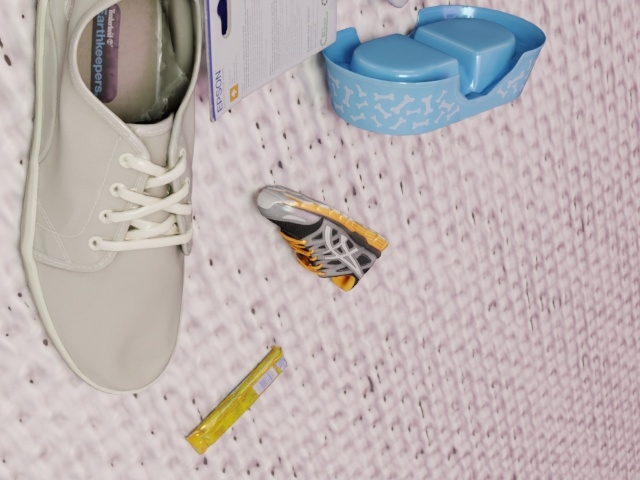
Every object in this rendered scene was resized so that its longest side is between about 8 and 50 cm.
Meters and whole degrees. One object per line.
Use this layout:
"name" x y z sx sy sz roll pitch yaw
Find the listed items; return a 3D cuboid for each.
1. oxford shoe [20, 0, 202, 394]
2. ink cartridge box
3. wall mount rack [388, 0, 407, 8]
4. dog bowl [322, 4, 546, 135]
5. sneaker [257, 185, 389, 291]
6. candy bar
"oxford shoe" -0.181 -0.048 0.862 0.169 0.130 0.449 -15 117 -41
"ink cartridge box" -0.057 -0.257 0.891 0.224 0.045 0.223 -42 145 -43
"wall mount rack" 0.148 -0.444 1.024 0.304 0.130 0.350 -48 139 -55
"dog bowl" 0.132 -0.200 1.081 0.297 0.166 0.074 -24 132 -35
"sneaker" 0.000 0.000 1.085 0.215 0.084 0.083 28 91 -46
"candy bar" -0.095 0.189 1.112 0.161 0.018 0.040 -46 135 -22
